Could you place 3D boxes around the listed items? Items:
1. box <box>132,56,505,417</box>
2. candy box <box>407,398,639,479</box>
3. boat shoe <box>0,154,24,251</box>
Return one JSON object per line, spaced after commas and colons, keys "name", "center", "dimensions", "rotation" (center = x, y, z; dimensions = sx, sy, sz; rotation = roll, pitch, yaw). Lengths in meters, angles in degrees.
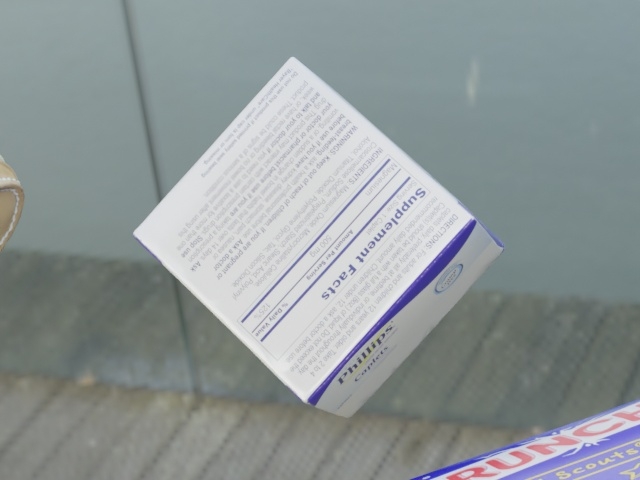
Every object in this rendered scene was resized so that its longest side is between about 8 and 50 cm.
{"name": "box", "center": [0.000, 0.000, 1.023], "dimensions": [0.126, 0.072, 0.137], "rotation": [-48, 67, 2]}
{"name": "candy box", "center": [0.117, 0.144, 0.575], "dimensions": [0.268, 0.122, 0.317], "rotation": [-19, 13, -6]}
{"name": "boat shoe", "center": [-0.146, 0.025, 0.605], "dimensions": [0.072, 0.068, 0.190], "rotation": [26, 37, 23]}
